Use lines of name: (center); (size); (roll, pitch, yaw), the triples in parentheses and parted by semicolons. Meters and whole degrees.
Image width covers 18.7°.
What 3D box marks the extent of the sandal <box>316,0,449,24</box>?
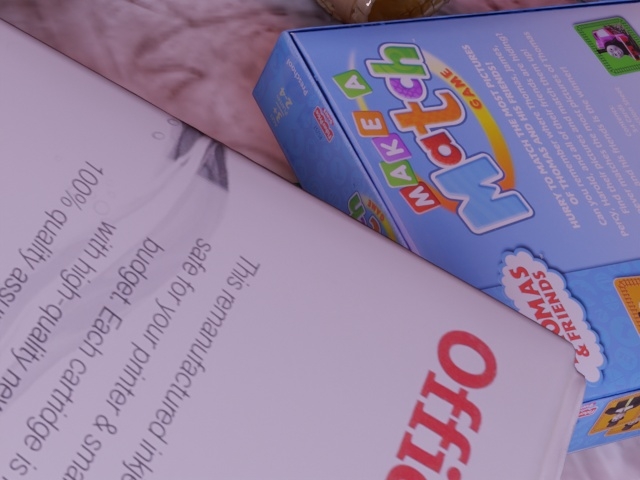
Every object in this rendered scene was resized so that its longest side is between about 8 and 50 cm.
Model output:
sandal: (0.036, -0.111, 0.744); (0.240, 0.088, 0.079); (10, 69, 8)

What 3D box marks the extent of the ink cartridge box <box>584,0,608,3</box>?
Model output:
ink cartridge box: (0.195, -0.142, 0.842); (0.127, 0.072, 0.175); (42, 46, 23)

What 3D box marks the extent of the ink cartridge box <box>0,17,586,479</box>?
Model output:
ink cartridge box: (-0.101, 0.054, 0.463); (0.283, 0.117, 0.207); (30, 42, -3)

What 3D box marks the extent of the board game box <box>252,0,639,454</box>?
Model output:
board game box: (0.102, -0.012, 0.671); (0.211, 0.039, 0.160); (-8, 58, -33)

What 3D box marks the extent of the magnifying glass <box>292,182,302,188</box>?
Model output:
magnifying glass: (0.000, 0.000, 0.658); (0.231, 0.026, 0.092); (-26, 59, -37)
